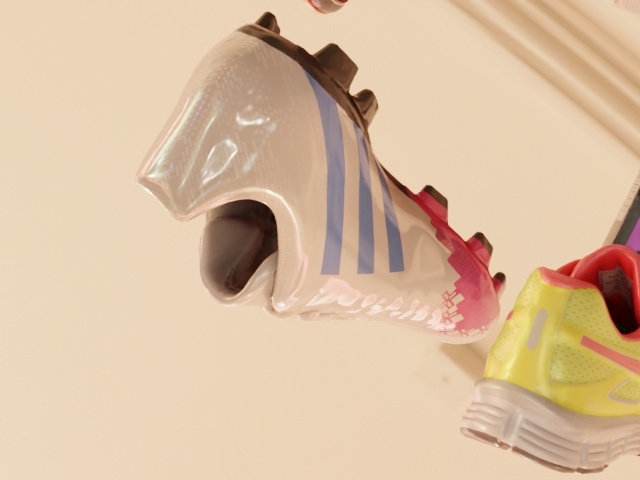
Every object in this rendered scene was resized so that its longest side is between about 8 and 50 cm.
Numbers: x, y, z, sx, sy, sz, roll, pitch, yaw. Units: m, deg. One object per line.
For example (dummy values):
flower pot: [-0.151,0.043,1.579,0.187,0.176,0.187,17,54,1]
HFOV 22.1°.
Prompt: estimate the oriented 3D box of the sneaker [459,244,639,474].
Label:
sneaker: [0.139,0.049,0.760,0.081,0.094,0.208,16,-173,26]

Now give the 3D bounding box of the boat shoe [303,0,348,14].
boat shoe: [-0.004,-0.215,1.258,0.137,0.043,0.049,38,-144,-60]

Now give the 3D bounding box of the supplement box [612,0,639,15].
supplement box: [0.281,-0.184,1.269,0.062,0.036,0.098,6,-165,-25]

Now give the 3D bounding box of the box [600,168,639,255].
box: [0.251,0.037,1.025,0.162,0.029,0.116,26,-87,-3]

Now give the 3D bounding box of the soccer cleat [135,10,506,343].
soccer cleat: [0.000,0.000,0.993,0.116,0.331,0.143,31,-100,40]
